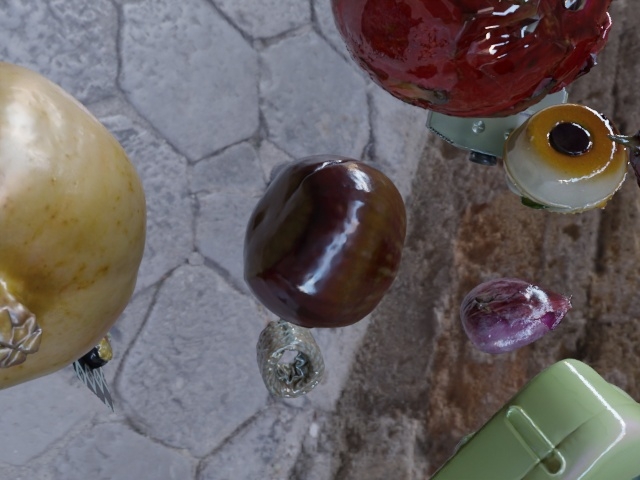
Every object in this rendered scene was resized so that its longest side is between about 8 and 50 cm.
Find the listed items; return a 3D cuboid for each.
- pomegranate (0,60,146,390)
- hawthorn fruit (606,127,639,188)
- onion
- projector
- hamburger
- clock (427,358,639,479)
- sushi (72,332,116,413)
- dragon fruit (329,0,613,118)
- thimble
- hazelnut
[{"bbox_3d":[-0.392,-0.005,0.801,0.412,0.412,0.411,15,68,-42],"label":"pomegranate"},{"bbox_3d":[0.491,-0.096,0.893,0.189,0.252,0.189,18,90,-76],"label":"hawthorn fruit"},{"bbox_3d":[0.480,0.155,1.710,0.227,0.284,0.120,-106,179,-60],"label":"onion"},{"bbox_3d":[0.364,-0.257,1.467,0.270,0.088,0.193,14,92,-2],"label":"projector"},{"bbox_3d":[0.459,-0.156,1.306,0.147,0.237,0.236,83,17,-62],"label":"hamburger"},{"bbox_3d":[0.229,0.231,0.649,0.308,0.235,0.096,22,22,-45],"label":"clock"},{"bbox_3d":[-0.488,0.200,1.492,0.059,0.292,0.294,-21,62,-10],"label":"sushi"},{"bbox_3d":[0.161,-0.273,0.751,0.296,0.302,0.295,-10,108,-33],"label":"dragon fruit"},{"bbox_3d":[-0.098,0.356,2.117,0.229,0.196,0.148,62,0,-35],"label":"thimble"},{"bbox_3d":[0.000,0.000,1.713,0.402,0.402,0.428,21,85,-40],"label":"hazelnut"}]
